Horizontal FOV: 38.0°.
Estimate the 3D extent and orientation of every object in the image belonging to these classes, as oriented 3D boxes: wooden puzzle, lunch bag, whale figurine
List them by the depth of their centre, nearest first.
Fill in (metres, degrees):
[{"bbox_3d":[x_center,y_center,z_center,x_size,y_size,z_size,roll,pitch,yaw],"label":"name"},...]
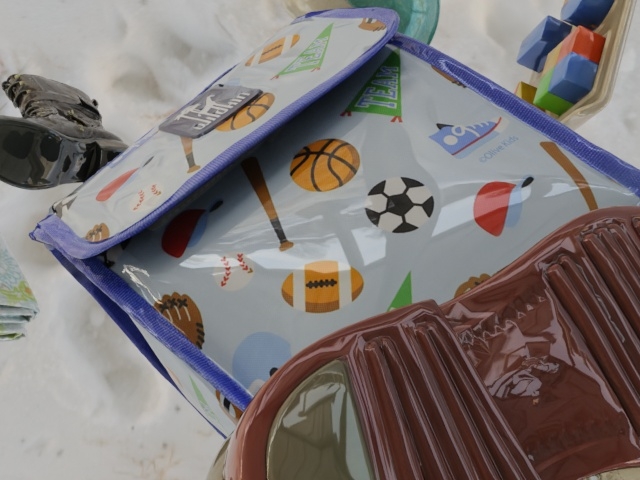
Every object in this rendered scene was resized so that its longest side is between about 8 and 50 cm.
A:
[{"bbox_3d":[0.000,0.000,0.734,0.328,0.385,0.239,-41,151,-17],"label":"lunch bag"},{"bbox_3d":[0.042,-0.285,1.037,0.216,0.272,0.141,34,105,-21],"label":"whale figurine"},{"bbox_3d":[0.373,-0.282,1.441,0.080,0.322,0.348,27,70,-6],"label":"wooden puzzle"}]

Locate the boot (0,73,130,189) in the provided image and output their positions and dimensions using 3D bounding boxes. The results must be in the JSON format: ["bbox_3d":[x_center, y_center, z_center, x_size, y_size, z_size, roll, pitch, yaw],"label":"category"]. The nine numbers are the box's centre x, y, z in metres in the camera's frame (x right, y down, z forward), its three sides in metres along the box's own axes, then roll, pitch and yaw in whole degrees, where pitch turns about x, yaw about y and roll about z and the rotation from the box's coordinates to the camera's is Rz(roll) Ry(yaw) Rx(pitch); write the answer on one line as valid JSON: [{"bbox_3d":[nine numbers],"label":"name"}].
[{"bbox_3d":[-0.389,-0.162,1.276,0.263,0.229,0.091,10,118,-47],"label":"boot"}]

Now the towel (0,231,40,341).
[{"bbox_3d":[-0.617,-0.009,1.392,0.090,0.320,0.374,-41,68,14],"label":"towel"}]

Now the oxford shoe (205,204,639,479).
[{"bbox_3d":[0.094,0.071,0.431,0.348,0.130,0.123,-10,67,-32],"label":"oxford shoe"}]
